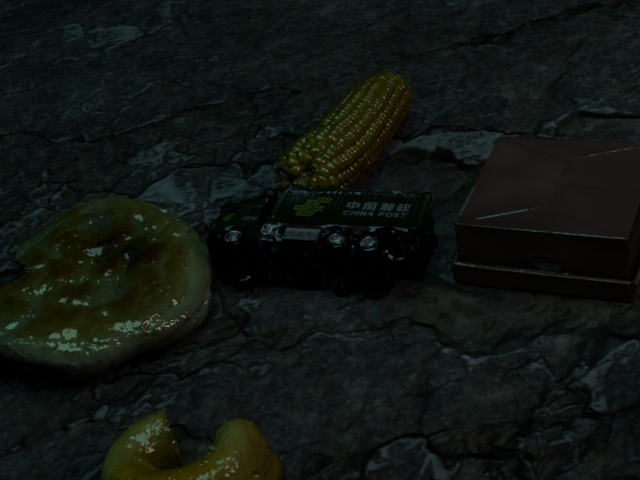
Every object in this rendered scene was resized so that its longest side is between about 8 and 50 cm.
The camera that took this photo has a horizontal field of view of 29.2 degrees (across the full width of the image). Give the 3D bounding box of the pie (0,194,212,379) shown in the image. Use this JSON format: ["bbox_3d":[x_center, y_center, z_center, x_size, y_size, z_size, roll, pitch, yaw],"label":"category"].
[{"bbox_3d":[-0.278,0.051,1.496,0.337,0.075,0.337,-7,34,5],"label":"pie"}]

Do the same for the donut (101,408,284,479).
[{"bbox_3d":[-0.136,0.228,1.196,0.181,0.078,0.146,8,35,28],"label":"donut"}]

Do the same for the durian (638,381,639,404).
[{"bbox_3d":[0.428,0.078,1.190,0.260,0.186,0.154,-13,37,-26],"label":"durian"}]

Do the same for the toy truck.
[{"bbox_3d":[0.000,0.000,1.481,0.259,0.088,0.121,3,38,18],"label":"toy truck"}]

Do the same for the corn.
[{"bbox_3d":[0.045,-0.146,1.670,0.102,0.102,0.313,10,39,28],"label":"corn"}]

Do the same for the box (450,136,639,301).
[{"bbox_3d":[0.284,-0.033,1.445,0.215,0.086,0.215,6,38,23],"label":"box"}]
